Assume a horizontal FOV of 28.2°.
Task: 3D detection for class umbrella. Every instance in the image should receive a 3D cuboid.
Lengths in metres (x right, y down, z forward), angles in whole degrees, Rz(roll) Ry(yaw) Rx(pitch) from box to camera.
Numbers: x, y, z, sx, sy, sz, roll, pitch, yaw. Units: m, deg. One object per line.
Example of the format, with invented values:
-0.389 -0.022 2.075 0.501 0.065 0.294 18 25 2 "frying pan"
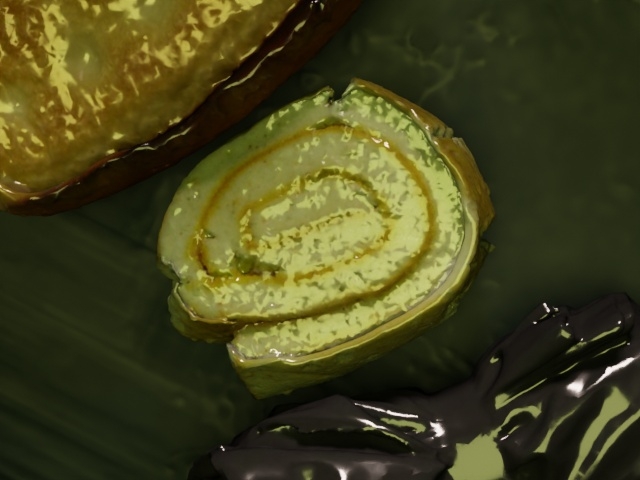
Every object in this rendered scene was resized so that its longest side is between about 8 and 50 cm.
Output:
0.097 0.085 0.558 0.340 0.118 0.118 -21 93 5 "umbrella"

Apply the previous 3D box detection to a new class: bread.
0.000 0.000 0.574 0.156 0.064 0.117 -25 77 11 "bread"

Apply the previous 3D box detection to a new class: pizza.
-0.119 -0.139 0.576 0.288 0.074 0.251 30 100 8 "pizza"
